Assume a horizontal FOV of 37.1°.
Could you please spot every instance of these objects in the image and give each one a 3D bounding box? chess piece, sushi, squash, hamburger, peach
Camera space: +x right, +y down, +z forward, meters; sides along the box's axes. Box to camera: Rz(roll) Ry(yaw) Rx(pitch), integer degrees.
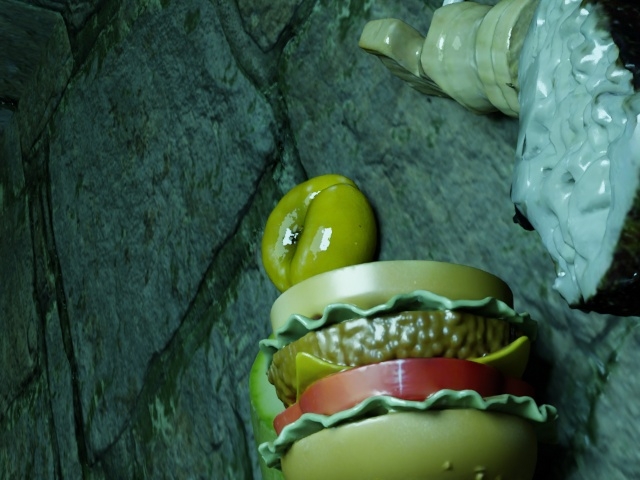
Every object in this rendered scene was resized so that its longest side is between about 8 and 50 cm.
[{"bbox_3d":[0.161,-0.197,1.042,0.301,0.137,0.137,17,91,61],"label":"chess piece"},{"bbox_3d":[0.268,-0.076,0.765,0.234,0.208,0.348,101,171,-45],"label":"sushi"},{"bbox_3d":[-0.016,0.225,1.220,0.204,0.155,0.237,-28,41,1],"label":"squash"},{"bbox_3d":[0.077,0.160,0.875,0.274,0.275,0.212,-34,51,45],"label":"hamburger"},{"bbox_3d":[0.000,0.000,1.213,0.179,0.103,0.179,-29,51,42],"label":"peach"}]

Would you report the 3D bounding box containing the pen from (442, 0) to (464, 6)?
[{"bbox_3d":[0.177,-0.329,1.162,0.026,0.026,0.218,29,101,57],"label":"pen"}]
